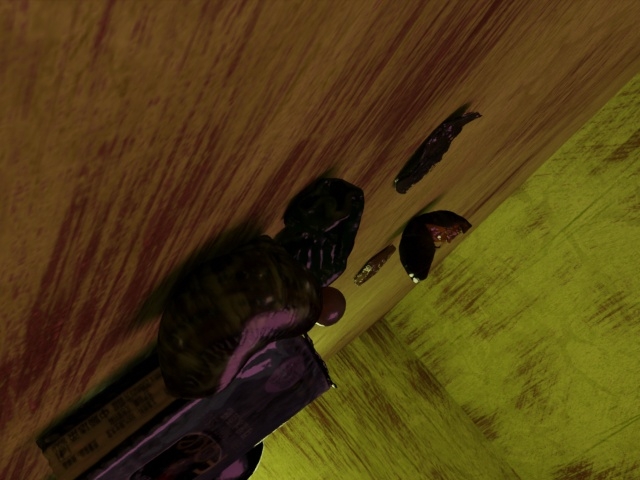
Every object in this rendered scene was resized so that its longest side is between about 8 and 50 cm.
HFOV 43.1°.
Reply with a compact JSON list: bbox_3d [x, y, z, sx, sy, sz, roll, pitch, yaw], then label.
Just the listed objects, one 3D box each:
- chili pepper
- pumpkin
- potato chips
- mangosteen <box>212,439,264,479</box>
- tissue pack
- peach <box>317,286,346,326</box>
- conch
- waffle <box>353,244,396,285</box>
[{"bbox_3d":[-0.001,0.001,1.014,0.099,0.083,0.253,-26,162,-22],"label":"chili pepper"},{"bbox_3d":[0.237,-0.005,1.779,0.183,0.107,0.119,-44,180,-23],"label":"pumpkin"},{"bbox_3d":[0.176,-0.134,1.235,0.209,0.026,0.142,-48,170,37],"label":"potato chips"},{"bbox_3d":[-0.215,0.329,1.328,0.250,0.211,0.211,-26,170,0],"label":"mangosteen"},{"bbox_3d":[-0.169,0.233,1.112,0.361,0.122,0.259,-36,148,-10],"label":"tissue pack"},{"bbox_3d":[0.010,0.129,1.613,0.083,0.083,0.083,-39,170,-8],"label":"peach"},{"bbox_3d":[-0.092,0.073,0.886,0.187,0.124,0.181,-19,-170,28],"label":"conch"},{"bbox_3d":[0.121,0.063,1.897,0.092,0.021,0.135,-36,168,-33],"label":"waffle"}]
